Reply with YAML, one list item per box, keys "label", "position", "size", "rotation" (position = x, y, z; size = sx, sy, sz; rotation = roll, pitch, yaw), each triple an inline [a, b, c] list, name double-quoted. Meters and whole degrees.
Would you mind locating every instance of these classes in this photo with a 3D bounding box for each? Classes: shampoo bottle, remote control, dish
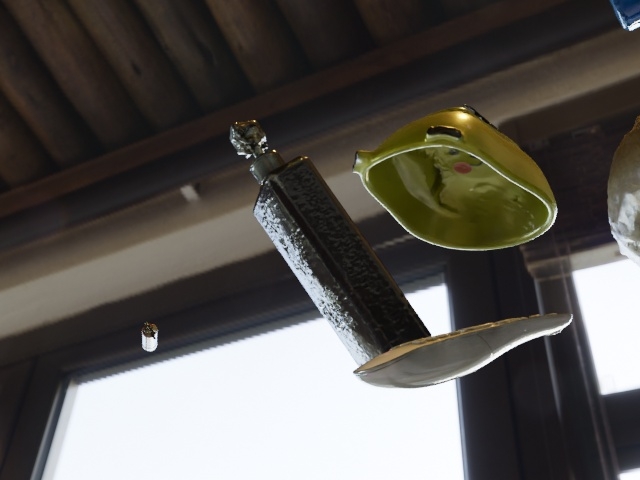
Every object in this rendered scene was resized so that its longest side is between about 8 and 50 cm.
- label: "shampoo bottle"
  position: [0.000, 0.000, 0.980]
  size: [0.071, 0.309, 0.098]
  rotation: [-30, -12, -19]
- label: "remote control"
  position: [0.133, 0.102, 0.832]
  size: [0.229, 0.044, 0.073]
  rotation: [-8, -12, -30]
- label: "dish"
  position: [0.184, -0.096, 1.209]
  size: [0.221, 0.108, 0.262]
  rotation: [-17, -41, 44]

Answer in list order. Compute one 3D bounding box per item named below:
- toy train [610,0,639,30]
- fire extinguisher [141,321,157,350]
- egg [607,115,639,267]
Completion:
- label: "toy train"
  position: [0.238, -0.133, 0.419]
  size: [0.188, 0.265, 0.300]
  rotation: [-26, -28, 18]
- label: "fire extinguisher"
  position: [-0.241, 0.137, 1.294]
  size: [0.022, 0.028, 0.083]
  rotation: [-29, -15, -21]
- label: "egg"
  position: [0.487, -0.079, 1.069]
  size: [0.310, 0.279, 0.279]
  rotation: [-31, -55, 25]
